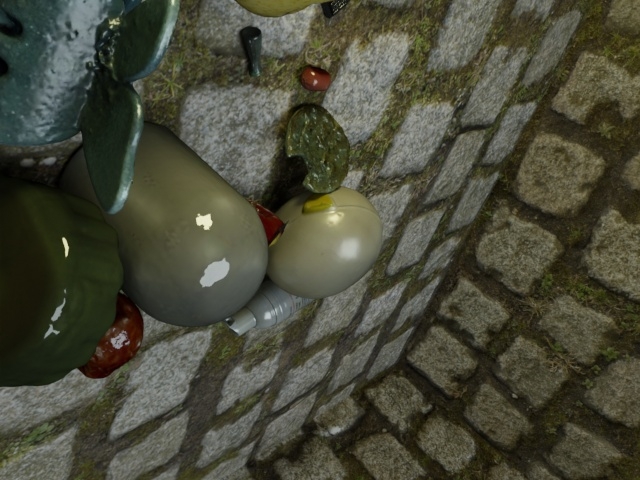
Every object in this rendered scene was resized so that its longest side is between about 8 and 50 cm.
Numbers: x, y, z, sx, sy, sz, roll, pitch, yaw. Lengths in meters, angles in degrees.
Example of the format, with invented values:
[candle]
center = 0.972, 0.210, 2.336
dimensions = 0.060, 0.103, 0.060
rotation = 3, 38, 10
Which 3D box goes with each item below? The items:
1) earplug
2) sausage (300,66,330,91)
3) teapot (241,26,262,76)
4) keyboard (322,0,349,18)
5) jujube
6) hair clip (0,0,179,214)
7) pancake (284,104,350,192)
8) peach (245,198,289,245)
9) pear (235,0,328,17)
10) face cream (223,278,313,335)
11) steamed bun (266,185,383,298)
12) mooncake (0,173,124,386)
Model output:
[earplug]
center = -0.296, -0.009, 1.199
dimensions = 0.312, 0.394, 0.312
rotation = -36, 150, -24
[sausage]
center = -0.013, -0.405, 1.505
dimensions = 0.094, 0.059, 0.054
rotation = -14, 142, -53
[teapot]
center = -0.148, -0.413, 1.313
dimensions = 0.043, 0.043, 0.110
rotation = -38, 155, -24
[keyboard]
center = 0.022, -0.609, 1.342
dimensions = 0.093, 0.025, 0.230
rotation = -45, 153, -6
[jujube]
center = -0.513, 0.225, 1.394
dimensions = 0.190, 0.190, 0.255
rotation = -21, 150, -44
[hair clip]
center = -0.383, -0.275, 0.871
dimensions = 0.238, 0.392, 0.318
rotation = 16, 114, -33
[pancake]
center = -0.004, -0.248, 1.608
dimensions = 0.253, 0.037, 0.253
rotation = 9, 78, -48
[peach]
center = -0.272, 0.025, 1.505
dimensions = 0.362, 0.201, 0.258
rotation = -45, -176, 15
[pear]
center = -0.055, -0.543, 1.019
dimensions = 0.309, 0.309, 0.309
rotation = -37, 150, -26
[face cream]
center = -0.167, 0.205, 1.943
dimensions = 0.370, 0.145, 0.145
rotation = -29, 146, -33
[steamed bun]
center = 0.002, 0.005, 1.745
dimensions = 0.374, 0.334, 0.334
rotation = -40, 159, 26
[mooncake]
center = -0.514, 0.073, 1.014
dimensions = 0.356, 0.356, 0.194
rotation = -52, 162, 3
